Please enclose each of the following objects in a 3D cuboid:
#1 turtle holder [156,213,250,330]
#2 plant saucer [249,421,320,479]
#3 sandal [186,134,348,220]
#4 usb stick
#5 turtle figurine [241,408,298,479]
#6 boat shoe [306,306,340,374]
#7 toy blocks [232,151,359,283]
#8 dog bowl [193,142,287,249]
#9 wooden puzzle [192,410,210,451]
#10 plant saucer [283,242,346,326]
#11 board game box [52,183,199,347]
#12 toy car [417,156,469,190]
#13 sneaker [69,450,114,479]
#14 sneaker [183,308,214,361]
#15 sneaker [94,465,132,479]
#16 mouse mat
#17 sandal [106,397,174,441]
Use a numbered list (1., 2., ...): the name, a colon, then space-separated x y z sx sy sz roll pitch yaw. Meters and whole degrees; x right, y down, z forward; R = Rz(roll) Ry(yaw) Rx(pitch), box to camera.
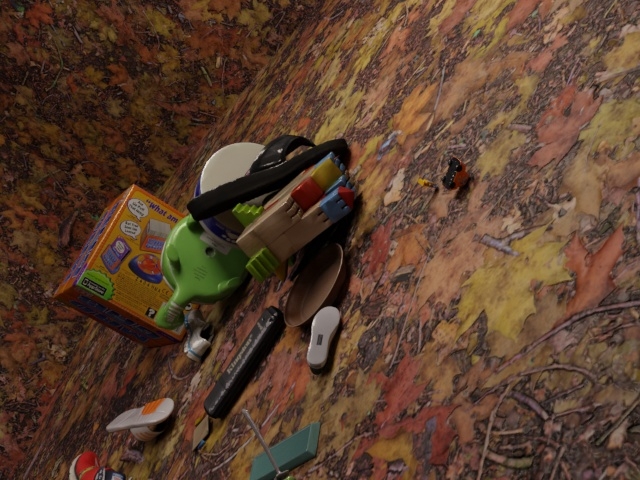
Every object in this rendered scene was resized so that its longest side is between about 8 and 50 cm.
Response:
1. turtle holder: -0.317 0.086 2.026 0.227 0.244 0.320 136 136 -62
2. plant saucer: -0.067 0.377 1.297 0.192 0.018 0.067 -39 27 37
3. sandal: -0.127 -0.183 1.809 0.446 0.107 0.167 -25 -6 -23
4. usb stick: -0.170 0.270 1.645 0.278 0.045 0.077 -56 20 1
5. turtle figurine: -0.089 0.412 0.988 0.266 0.198 0.274 6 106 49
6. boat shoe: 0.003 0.185 1.381 0.040 0.049 0.142 89 -165 -45
7. toy blocks: -0.031 -0.082 1.652 0.261 0.190 0.381 -37 11 17
8. dog bowl: -0.189 -0.115 1.918 0.264 0.265 0.104 -67 8 -25
9. wooden puzzle: -0.268 0.433 1.677 0.078 0.014 0.116 -52 20 25
10. plant saucer: -0.004 0.099 1.536 0.198 0.036 0.198 -46 23 26
11. board game box: -0.571 0.096 2.361 0.356 0.357 0.356 -20 42 59
12. toy car: 0.226 -0.119 1.326 0.122 0.041 0.060 -159 80 -67
13. sneaker: -0.617 0.664 2.048 0.118 0.107 0.279 -39 24 -3
14. sneaker: -0.320 0.243 2.013 0.083 0.071 0.190 -43 31 17
15. sneaker: -0.509 0.634 1.804 0.282 0.099 0.153 -30 35 56
16. mouse mat: 0.000 0.000 1.643 0.152 0.007 0.189 -46 8 36
17. sandal: -0.455 0.479 1.939 0.265 0.076 0.102 -21 16 41
